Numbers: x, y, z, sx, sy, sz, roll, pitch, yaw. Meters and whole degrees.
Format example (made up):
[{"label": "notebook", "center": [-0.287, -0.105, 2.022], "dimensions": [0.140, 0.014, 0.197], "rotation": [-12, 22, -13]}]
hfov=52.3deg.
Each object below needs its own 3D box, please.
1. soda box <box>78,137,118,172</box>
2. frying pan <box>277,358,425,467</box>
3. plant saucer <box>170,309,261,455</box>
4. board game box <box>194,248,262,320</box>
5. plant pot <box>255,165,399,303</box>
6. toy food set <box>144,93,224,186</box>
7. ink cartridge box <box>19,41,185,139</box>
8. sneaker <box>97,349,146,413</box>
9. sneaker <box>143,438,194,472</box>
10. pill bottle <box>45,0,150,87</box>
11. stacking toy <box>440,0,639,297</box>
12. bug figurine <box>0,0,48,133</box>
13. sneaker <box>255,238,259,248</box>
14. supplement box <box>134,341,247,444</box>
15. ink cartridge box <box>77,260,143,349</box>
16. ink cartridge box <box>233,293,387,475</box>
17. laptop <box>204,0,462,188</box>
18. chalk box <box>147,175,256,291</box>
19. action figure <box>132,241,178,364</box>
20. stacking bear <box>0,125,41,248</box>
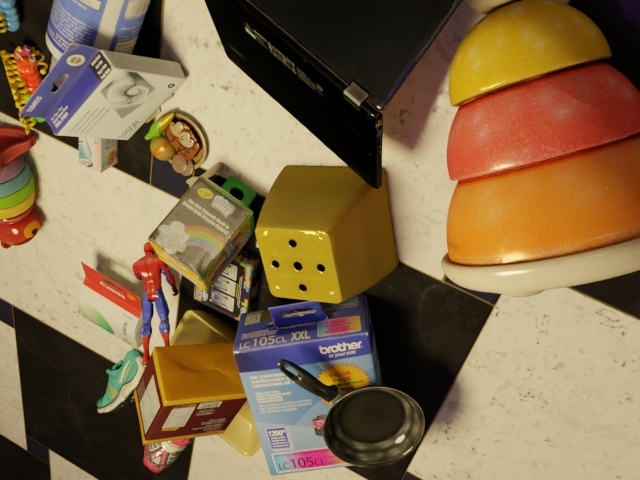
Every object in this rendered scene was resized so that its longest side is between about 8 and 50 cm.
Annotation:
[{"label": "soda box", "center": [-0.467, -0.238, 1.370], "dimensions": [0.063, 0.058, 0.183], "rotation": [25, 128, 13]}, {"label": "frying pan", "center": [0.041, 0.335, 1.248], "dimensions": [0.326, 0.053, 0.197], "rotation": [19, 113, -11]}, {"label": "plant saucer", "center": [-0.224, 0.336, 1.591], "dimensions": [0.333, 0.081, 0.332], "rotation": [38, 131, 2]}, {"label": "board game box", "center": [-0.206, 0.085, 1.440], "dimensions": [0.141, 0.048, 0.170], "rotation": [25, 129, 16]}, {"label": "plant pot", "center": [0.000, 0.000, 1.180], "dimensions": [0.212, 0.187, 0.212], "rotation": [4, 122, 27]}, {"label": "toy food set", "center": [-0.288, -0.193, 1.312], "dimensions": [0.132, 0.038, 0.192], "rotation": [-26, 105, 38]}, {"label": "ink cartridge box", "center": [-0.401, -0.265, 1.207], "dimensions": [0.223, 0.224, 0.045], "rotation": [-33, 72, 36]}, {"label": "sneaker", "center": [-0.548, 0.395, 1.815], "dimensions": [0.275, 0.107, 0.110], "rotation": [-44, 74, 36]}, {"label": "sneaker", "center": [-0.379, 0.464, 1.592], "dimensions": [0.121, 0.112, 0.299], "rotation": [38, 174, -5]}, {"label": "pill bottle", "center": [-0.405, -0.394, 1.175], "dimensions": [0.152, 0.152, 0.272], "rotation": [39, 130, 1]}, {"label": "stacking toy", "center": [0.285, -0.192, 0.866], "dimensions": [0.351, 0.351, 0.479], "rotation": [-11, 98, 34]}, {"label": "bug figurine", "center": [-0.594, -0.356, 1.301], "dimensions": [0.279, 0.072, 0.216], "rotation": [63, 156, 25]}, {"label": "sneaker", "center": [-0.107, 0.005, 1.340], "dimensions": [0.083, 0.037, 0.032], "rotation": [-14, 114, 36]}, {"label": "supplement box", "center": [-0.281, 0.331, 1.420], "dimensions": [0.194, 0.191, 0.129], "rotation": [-57, 43, 40]}, {"label": "ink cartridge box", "center": [-0.524, 0.167, 1.626], "dimensions": [0.181, 0.056, 0.224], "rotation": [29, 149, 10]}, {"label": "ink cartridge box", "center": [-0.013, 0.273, 1.331], "dimensions": [0.270, 0.151, 0.395], "rotation": [-10, 115, 5]}, {"label": "laptop", "center": [0.024, -0.342, 0.948], "dimensions": [0.382, 0.236, 0.408], "rotation": [44, 171, 16]}, {"label": "chalk box", "center": [-0.216, -0.029, 1.296], "dimensions": [0.132, 0.213, 0.132], "rotation": [36, 163, 7]}, {"label": "action figure", "center": [-0.377, 0.145, 1.509], "dimensions": [0.092, 0.139, 0.280], "rotation": [-9, 76, -2]}, {"label": "stacking bear", "center": [-0.750, -0.109, 1.554], "dimensions": [0.164, 0.175, 0.289], "rotation": [16, 134, 17]}]
